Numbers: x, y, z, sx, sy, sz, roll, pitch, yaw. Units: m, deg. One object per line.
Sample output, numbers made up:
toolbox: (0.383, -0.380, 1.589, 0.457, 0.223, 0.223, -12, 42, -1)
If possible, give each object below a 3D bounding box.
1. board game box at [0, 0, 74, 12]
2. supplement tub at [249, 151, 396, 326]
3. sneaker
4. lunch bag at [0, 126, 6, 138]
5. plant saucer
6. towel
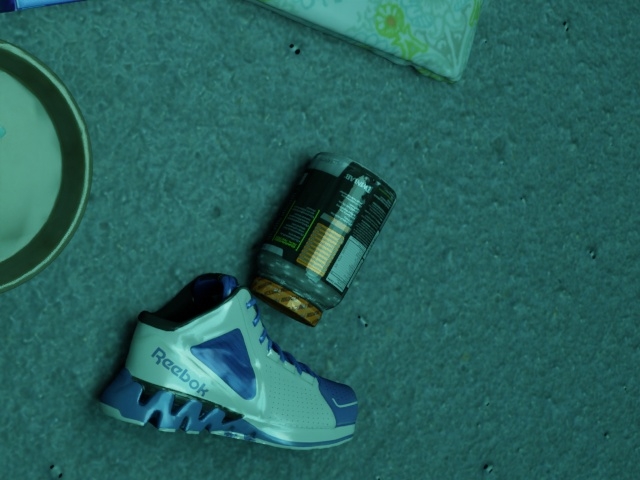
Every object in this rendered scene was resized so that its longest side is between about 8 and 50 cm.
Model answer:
board game box: (-0.249, -0.428, 1.256, 0.233, 0.078, 0.347, -14, 104, -28)
supplement tub: (0.000, 0.000, 1.439, 0.117, 0.117, 0.190, 36, 79, -29)
sneaker: (-0.087, 0.134, 1.401, 0.315, 0.127, 0.182, 11, 93, -29)
lunch bag: (-0.462, -0.089, 1.090, 0.262, 0.160, 0.223, 33, 87, -29)
plant saucer: (-0.375, -0.076, 1.254, 0.277, 0.041, 0.278, -5, 100, -29)
towel: (0.062, -0.397, 1.441, 0.374, 0.090, 0.321, 17, 91, -31)
